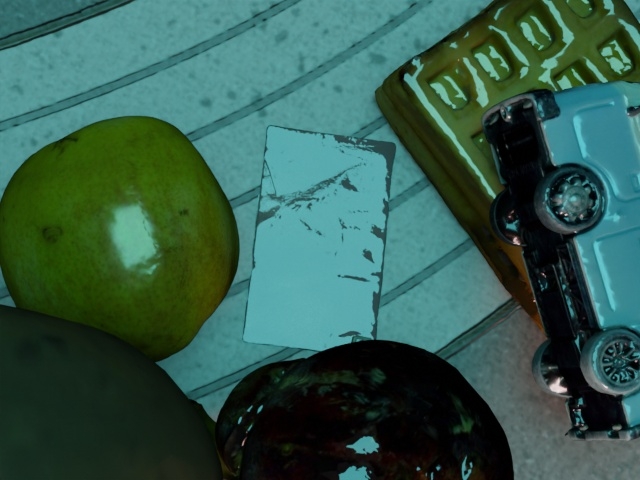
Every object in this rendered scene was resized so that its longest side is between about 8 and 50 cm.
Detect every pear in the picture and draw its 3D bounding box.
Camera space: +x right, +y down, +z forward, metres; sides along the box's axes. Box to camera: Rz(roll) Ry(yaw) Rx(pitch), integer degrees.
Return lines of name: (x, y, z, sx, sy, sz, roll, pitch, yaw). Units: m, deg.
pear: (-0.156, 0.006, 1.516, 0.200, 0.200, 0.200, 1, 79, -7)

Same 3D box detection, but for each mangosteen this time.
mangosteen: (0.008, 0.180, 1.518, 0.289, 0.231, 0.231, 14, 74, 37)

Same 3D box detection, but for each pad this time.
pad: (0.000, 0.000, 1.631, 0.113, 0.006, 0.187, 8, 78, -6)

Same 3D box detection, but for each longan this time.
longan: (-0.255, 0.213, 1.364, 0.404, 0.404, 0.336, -11, 59, -10)

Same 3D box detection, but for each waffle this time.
waffle: (0.221, -0.057, 1.628, 0.224, 0.098, 0.327, -35, 88, -11)

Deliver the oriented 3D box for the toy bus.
toy bus: (0.238, 0.006, 1.507, 0.165, 0.133, 0.271, -16, 89, -15)
